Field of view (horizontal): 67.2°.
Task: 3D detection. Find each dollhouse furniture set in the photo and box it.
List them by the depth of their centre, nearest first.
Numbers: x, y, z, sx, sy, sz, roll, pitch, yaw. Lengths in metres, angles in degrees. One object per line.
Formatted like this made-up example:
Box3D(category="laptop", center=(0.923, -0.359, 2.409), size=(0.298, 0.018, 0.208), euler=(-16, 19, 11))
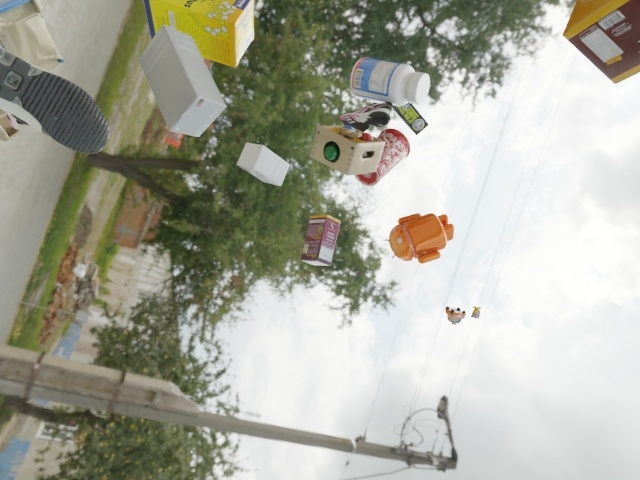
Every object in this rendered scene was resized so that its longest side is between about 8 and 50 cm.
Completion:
Box3D(category="dollhouse furniture set", center=(-0.863, -0.487, 1.311), size=(0.303, 0.198, 0.287), euler=(-52, 149, -32))

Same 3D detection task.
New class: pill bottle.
Box3D(category="pill bottle", center=(0.213, -0.480, 1.467), size=(0.221, 0.124, 0.124), euler=(23, -86, 29))

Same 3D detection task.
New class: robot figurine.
Box3D(category="robot figurine", center=(0.313, -0.008, 1.528), size=(0.128, 0.219, 0.158), euler=(-139, -151, -88))

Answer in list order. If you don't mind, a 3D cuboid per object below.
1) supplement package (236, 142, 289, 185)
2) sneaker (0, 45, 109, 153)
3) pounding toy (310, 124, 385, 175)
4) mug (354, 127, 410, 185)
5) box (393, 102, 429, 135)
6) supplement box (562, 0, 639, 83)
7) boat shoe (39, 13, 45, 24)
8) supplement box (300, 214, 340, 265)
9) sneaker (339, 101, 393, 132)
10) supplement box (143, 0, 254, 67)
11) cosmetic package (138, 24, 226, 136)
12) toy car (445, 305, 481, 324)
Box3D(category="supplement package", center=(-0.232, -0.310, 1.969), size=(0.105, 0.179, 0.105), euler=(18, -97, 38))
Box3D(category="sneaker", center=(-0.596, -0.299, 0.985), size=(0.146, 0.330, 0.123), euler=(17, -106, 46))
Box3D(category="pounding toy", center=(0.060, -0.203, 1.023), size=(0.130, 0.141, 0.100), euler=(32, -61, 30))
Box3D(category="mug", center=(0.164, -0.244, 1.438), size=(0.150, 0.113, 0.169), euler=(6, -139, 42))
Box3D(category="box", center=(0.258, -0.511, 1.715), size=(0.060, 0.216, 0.270), euler=(-42, -147, 15))
Box3D(category="supplement box", center=(0.716, -0.504, 1.104), size=(0.129, 0.194, 0.191), euler=(-61, -165, -20))
Box3D(category="boat shoe", center=(-0.829, -0.637, 1.331), size=(0.133, 0.041, 0.049), euler=(41, 43, -73))
Box3D(category="supplement box", center=(0.000, 0.000, 1.911), size=(0.104, 0.080, 0.188), euler=(-1, -108, 49))
Box3D(category="sneaker", center=(0.147, -0.381, 1.470), size=(0.178, 0.072, 0.077), euler=(5, -130, 36))
Box3D(category="supplement box", center=(-0.453, -0.844, 1.835), size=(0.195, 0.356, 0.194), euler=(104, 5, -58))
Box3D(category="cosmetic package", center=(-0.342, -0.389, 1.184), size=(0.127, 0.107, 0.238), euler=(-35, -106, 29))
Box3D(category="toy car", center=(0.351, 0.183, 1.153), size=(0.060, 0.121, 0.041), euler=(-162, -101, -65))
